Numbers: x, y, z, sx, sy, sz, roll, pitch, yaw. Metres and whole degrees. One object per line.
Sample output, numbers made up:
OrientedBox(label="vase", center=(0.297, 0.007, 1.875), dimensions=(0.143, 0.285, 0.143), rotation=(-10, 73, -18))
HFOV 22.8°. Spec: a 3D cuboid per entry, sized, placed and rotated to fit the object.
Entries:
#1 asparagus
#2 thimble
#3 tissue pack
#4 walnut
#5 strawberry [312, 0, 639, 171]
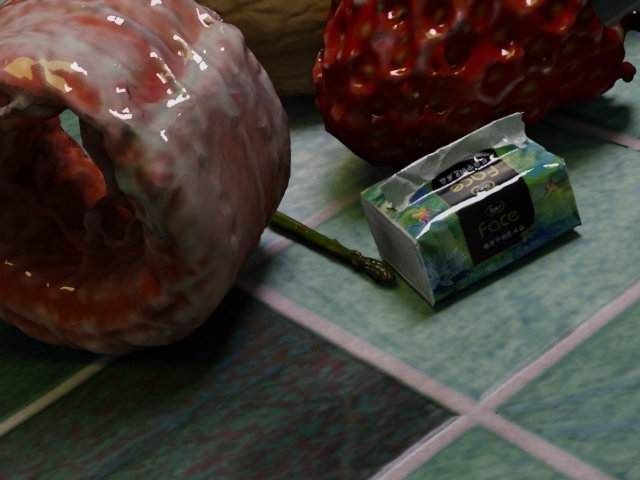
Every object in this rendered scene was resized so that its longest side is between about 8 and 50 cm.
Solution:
OrientedBox(label="asparagus", center=(0.000, 0.000, 1.060), dimensions=(0.016, 0.013, 0.166), rotation=(12, 10, -40))
OrientedBox(label="thimble", center=(-0.144, -0.049, 1.015), dimensions=(0.239, 0.239, 0.162), rotation=(1, 36, 29))
OrientedBox(label="tissue pack", center=(0.090, -0.028, 0.991), dimensions=(0.111, 0.079, 0.085), rotation=(-27, 31, -12))
OrientedBox(label="walnut", center=(-0.027, -0.193, 1.240), dimensions=(0.207, 0.167, 0.167), rotation=(2, 37, 27))
OrientedBox(label="strawberry", center=(0.087, -0.123, 1.092), dimensions=(0.178, 0.234, 0.234), rotation=(-55, 37, -1))
